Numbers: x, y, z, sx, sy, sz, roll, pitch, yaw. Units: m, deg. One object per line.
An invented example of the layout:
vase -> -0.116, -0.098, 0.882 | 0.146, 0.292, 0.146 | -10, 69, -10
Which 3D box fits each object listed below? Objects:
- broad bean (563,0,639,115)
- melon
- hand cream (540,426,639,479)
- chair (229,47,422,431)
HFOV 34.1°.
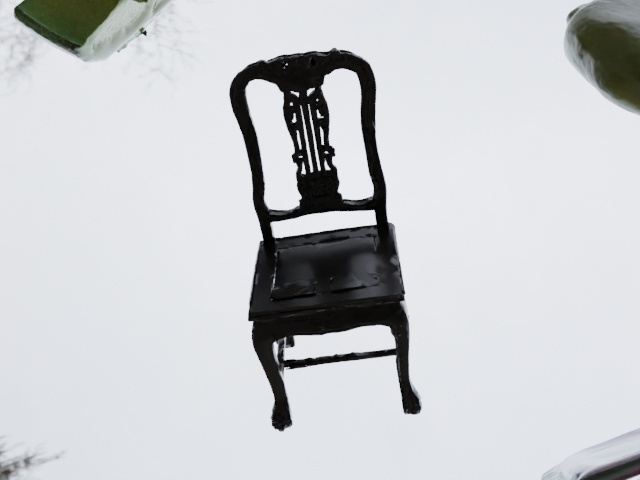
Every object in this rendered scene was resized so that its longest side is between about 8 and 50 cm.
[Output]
broad bean -> 0.264, -0.160, 0.870 | 0.124, 0.174, 0.082 | 19, -66, 0
melon -> -0.153, -0.217, 0.860 | 0.064, 0.118, 0.209 | 41, -107, 3
hand cream -> 0.222, 0.055, 0.438 | 0.275, 0.079, 0.050 | -23, -126, 7
chair -> 0.000, 0.000, 0.704 | 0.106, 0.113, 0.229 | -9, -61, 4
